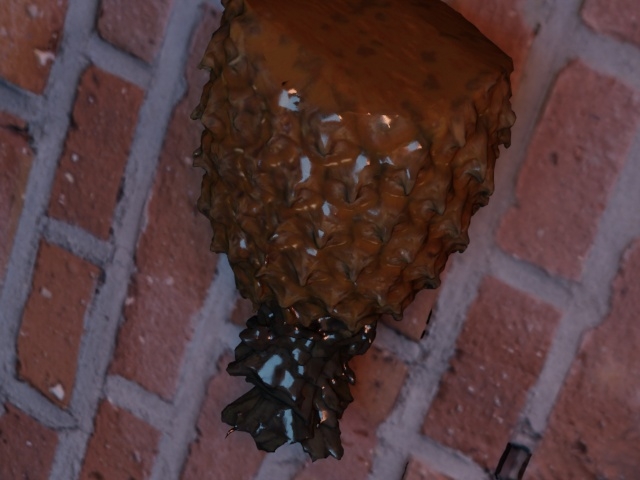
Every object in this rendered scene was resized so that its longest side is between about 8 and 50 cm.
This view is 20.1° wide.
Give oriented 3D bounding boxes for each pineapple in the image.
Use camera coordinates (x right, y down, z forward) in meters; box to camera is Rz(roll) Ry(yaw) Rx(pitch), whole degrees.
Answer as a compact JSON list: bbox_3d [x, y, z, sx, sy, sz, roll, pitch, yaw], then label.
[{"bbox_3d":[0.000,0.000,1.170,0.202,0.202,0.362,28,128,18],"label":"pineapple"}]
